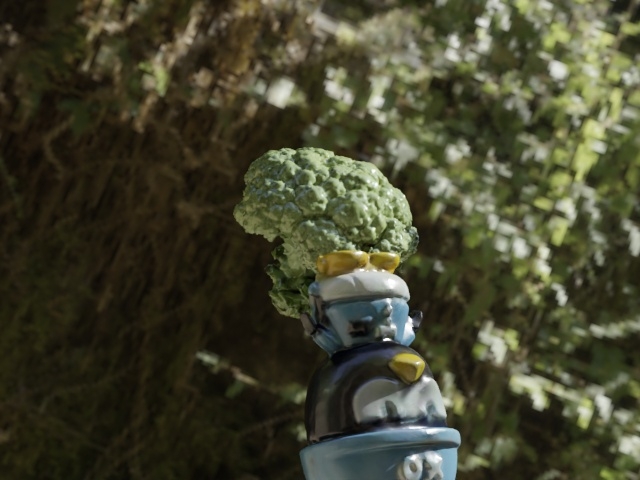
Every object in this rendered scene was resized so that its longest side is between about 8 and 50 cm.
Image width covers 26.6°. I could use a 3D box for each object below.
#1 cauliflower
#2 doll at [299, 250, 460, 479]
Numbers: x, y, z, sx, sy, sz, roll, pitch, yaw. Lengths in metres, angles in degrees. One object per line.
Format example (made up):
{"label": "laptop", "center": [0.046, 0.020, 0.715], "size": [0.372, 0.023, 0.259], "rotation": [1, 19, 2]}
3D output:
{"label": "cauliflower", "center": [0.000, 0.000, 1.932], "size": [0.272, 0.250, 0.275], "rotation": [18, 26, 6]}
{"label": "doll", "center": [0.057, 0.166, 1.376], "size": [0.177, 0.314, 0.141], "rotation": [2, -16, -38]}
